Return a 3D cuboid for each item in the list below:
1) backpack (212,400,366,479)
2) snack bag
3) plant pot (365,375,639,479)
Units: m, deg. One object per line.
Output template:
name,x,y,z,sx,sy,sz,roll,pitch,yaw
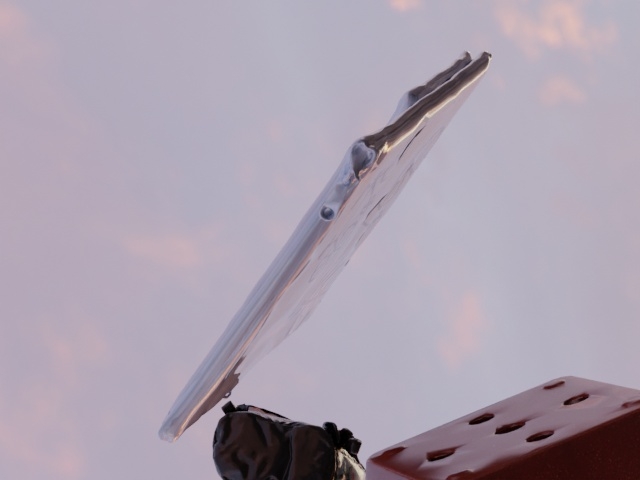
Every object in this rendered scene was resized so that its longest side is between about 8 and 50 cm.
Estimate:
backpack,-0.025,0.246,2.003,0.115,0.152,0.182,-66,-27,-16
snack bag,0.000,0.000,1.604,0.037,0.323,0.342,38,-154,5
plant pot,0.171,0.243,1.436,0.235,0.267,0.267,71,165,-7
